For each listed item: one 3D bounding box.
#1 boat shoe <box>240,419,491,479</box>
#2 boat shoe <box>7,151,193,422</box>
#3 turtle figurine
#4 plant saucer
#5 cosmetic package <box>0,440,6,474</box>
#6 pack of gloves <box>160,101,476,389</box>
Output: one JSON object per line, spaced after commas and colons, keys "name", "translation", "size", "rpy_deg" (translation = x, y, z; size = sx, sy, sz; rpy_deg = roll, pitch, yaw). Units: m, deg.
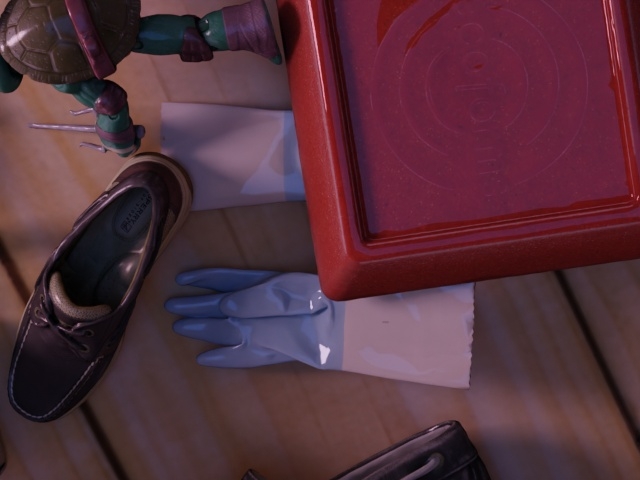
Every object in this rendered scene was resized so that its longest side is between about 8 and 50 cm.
{"name": "boat shoe", "translation": [-0.033, 0.221, 1.016], "size": [0.335, 0.121, 0.119], "rpy_deg": [-20, 91, -5]}
{"name": "boat shoe", "translation": [-0.169, 0.038, 0.992], "size": [0.080, 0.073, 0.223], "rpy_deg": [34, 104, 5]}
{"name": "turtle figurine", "translation": [-0.154, -0.141, 0.952], "size": [0.234, 0.118, 0.175], "rpy_deg": [-18, 98, 0]}
{"name": "plant saucer", "translation": [0.106, -0.100, 0.928], "size": [0.259, 0.048, 0.258], "rpy_deg": [-8, 93, 7]}
{"name": "cosmetic package", "translation": [-0.396, 0.155, 0.993], "size": [0.296, 0.153, 0.129], "rpy_deg": [-12, 98, 6]}
{"name": "pack of gloves", "translation": [0.000, 0.000, 1.009], "size": [0.232, 0.046, 0.195], "rpy_deg": [3, 99, 13]}
